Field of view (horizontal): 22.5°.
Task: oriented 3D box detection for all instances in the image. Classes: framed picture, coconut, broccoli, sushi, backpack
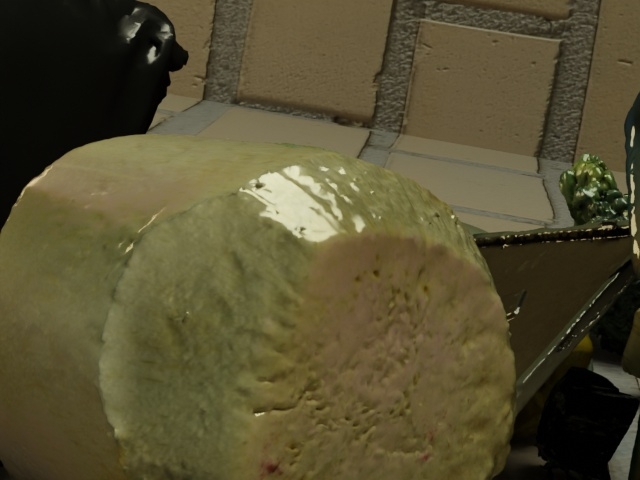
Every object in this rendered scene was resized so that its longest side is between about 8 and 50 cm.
[{"bbox_3d":[0.132,0.058,1.265,0.019,0.209,0.281,51,-21,-15],"label":"framed picture"},{"bbox_3d":[-0.046,0.062,0.808,0.239,0.239,0.244,0,7,-39],"label":"coconut"},{"bbox_3d":[0.279,0.008,1.716,0.177,0.198,0.275,-30,21,-19],"label":"broccoli"},{"bbox_3d":[0.198,0.147,1.240,0.056,0.084,0.083,8,12,-12],"label":"sushi"},{"bbox_3d":[-0.272,-0.038,1.149,0.255,0.363,0.446,23,-6,-28],"label":"backpack"}]

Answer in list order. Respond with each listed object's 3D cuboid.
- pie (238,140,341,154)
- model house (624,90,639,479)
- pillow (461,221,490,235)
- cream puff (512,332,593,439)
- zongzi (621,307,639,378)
[{"bbox_3d":[-0.127,-0.042,1.626,0.323,0.070,0.323,-7,-12,-1],"label":"pie"},{"bbox_3d":[0.365,0.064,1.043,0.335,0.382,0.342,9,13,-5],"label":"model house"},{"bbox_3d":[0.098,0.038,1.609,0.255,0.119,0.322,12,9,-2],"label":"pillow"},{"bbox_3d":[0.157,0.099,1.357,0.116,0.146,0.146,-19,25,-29],"label":"cream puff"},{"bbox_3d":[0.440,0.131,1.500,0.256,0.115,0.228,13,10,-42],"label":"zongzi"}]
